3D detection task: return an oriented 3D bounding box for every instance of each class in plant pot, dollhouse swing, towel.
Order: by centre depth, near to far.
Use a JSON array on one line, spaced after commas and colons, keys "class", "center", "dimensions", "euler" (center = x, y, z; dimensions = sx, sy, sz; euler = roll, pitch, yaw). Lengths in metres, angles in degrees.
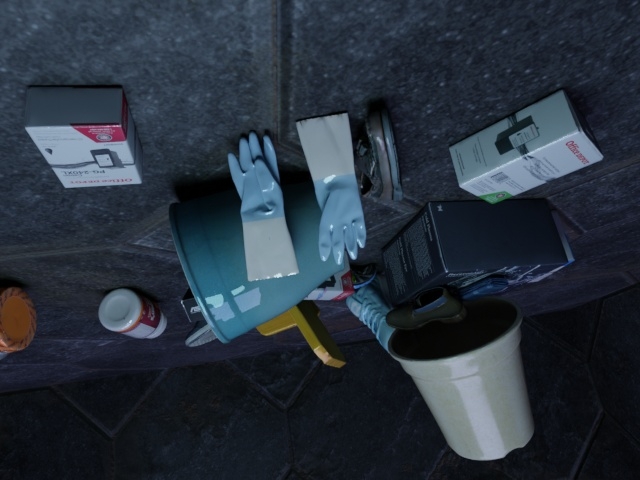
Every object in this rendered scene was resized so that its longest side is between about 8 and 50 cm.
[{"class": "plant pot", "center": [-0.102, 0.013, 0.866], "dimensions": [0.255, 0.272, 0.272], "euler": [-22, 160, -4]}, {"class": "towel", "center": [0.392, 0.117, 1.142], "dimensions": [0.067, 0.029, 0.119], "euler": [4, 154, -29]}, {"class": "plant pot", "center": [0.375, 0.347, 1.173], "dimensions": [0.333, 0.306, 0.334], "euler": [-21, -172, 3]}, {"class": "dollhouse swing", "center": [-0.132, 0.276, 1.420], "dimensions": [0.315, 0.305, 0.347], "euler": [-21, 159, 6]}]

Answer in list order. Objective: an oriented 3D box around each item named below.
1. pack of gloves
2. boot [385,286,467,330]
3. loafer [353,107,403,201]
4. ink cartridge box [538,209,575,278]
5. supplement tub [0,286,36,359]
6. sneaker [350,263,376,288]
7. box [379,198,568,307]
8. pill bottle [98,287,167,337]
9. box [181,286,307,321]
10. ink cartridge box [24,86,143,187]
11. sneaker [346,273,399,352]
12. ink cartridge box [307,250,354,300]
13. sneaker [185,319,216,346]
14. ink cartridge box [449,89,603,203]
[{"class": "pack of gloves", "center": [-0.035, -0.066, 0.741], "dimensions": [0.194, 0.232, 0.046], "euler": [-9, -175, 4]}, {"class": "boot", "center": [0.244, 0.164, 1.179], "dimensions": [0.219, 0.082, 0.106], "euler": [-16, 135, 32]}, {"class": "loafer", "center": [0.092, -0.126, 0.795], "dimensions": [0.084, 0.096, 0.267], "euler": [-7, 162, 11]}, {"class": "ink cartridge box", "center": [0.603, 0.025, 1.328], "dimensions": [0.085, 0.148, 0.203], "euler": [-8, 159, -8]}, {"class": "supplement tub", "center": [-0.866, 0.207, 1.102], "dimensions": [0.315, 0.194, 0.194], "euler": [-9, 160, -1]}, {"class": "sneaker", "center": [0.089, 0.106, 1.428], "dimensions": [0.188, 0.078, 0.067], "euler": [-17, -168, -20]}, {"class": "box", "center": [0.381, 0.041, 1.233], "dimensions": [0.343, 0.179, 0.312], "euler": [-3, 157, -16]}, {"class": "pill bottle", "center": [-0.545, 0.223, 1.388], "dimensions": [0.121, 0.121, 0.221], "euler": [-10, 160, 2]}, {"class": "box", "center": [-0.158, 0.082, 1.088], "dimensions": [0.269, 0.060, 0.216], "euler": [-12, -157, 8]}, {"class": "ink cartridge box", "center": [-0.308, -0.133, 0.632], "dimensions": [0.109, 0.063, 0.150], "euler": [-5, 159, -12]}, {"class": "sneaker", "center": [0.155, 0.222, 1.439], "dimensions": [0.150, 0.135, 0.366], "euler": [2, -158, -7]}, {"class": "ink cartridge box", "center": [-0.006, 0.090, 1.262], "dimensions": [0.175, 0.128, 0.072], "euler": [6, 153, -36]}, {"class": "sneaker", "center": [-0.294, 0.165, 1.258], "dimensions": [0.226, 0.163, 0.086], "euler": [-38, 158, 4]}, {"class": "ink cartridge box", "center": [0.362, -0.156, 0.834], "dimensions": [0.208, 0.087, 0.153], "euler": [-24, 155, 36]}]
